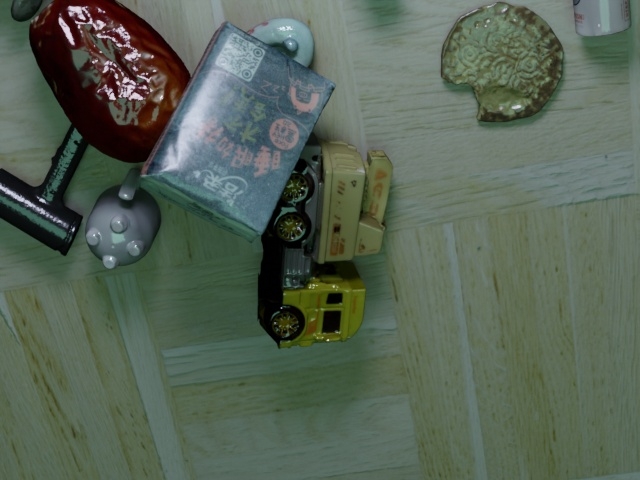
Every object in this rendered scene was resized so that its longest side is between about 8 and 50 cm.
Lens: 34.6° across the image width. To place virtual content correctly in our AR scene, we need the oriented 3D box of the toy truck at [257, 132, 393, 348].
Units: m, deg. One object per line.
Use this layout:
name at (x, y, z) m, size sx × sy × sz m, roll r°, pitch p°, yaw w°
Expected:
toy truck at (0.000, 0.000, 1.953) m, size 0.254 × 0.181 × 0.405 m, roll 2°, pitch 112°, yaw -8°

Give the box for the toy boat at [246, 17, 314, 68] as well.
toy boat at (-0.100, -0.317, 1.860) m, size 0.207 × 0.079 × 0.134 m, roll -36°, pitch 107°, yaw 18°

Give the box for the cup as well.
cup at (-0.369, -0.033, 1.961) m, size 0.173 × 0.142 × 0.134 m, roll -41°, pitch 107°, yaw 17°

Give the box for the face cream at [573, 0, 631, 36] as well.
face cream at (0.479, -0.468, 1.766) m, size 0.095 × 0.096 × 0.214 m, roll -10°, pitch 114°, yaw 6°

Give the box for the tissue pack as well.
tissue pack at (-0.140, -0.185, 1.747) m, size 0.228 × 0.103 × 0.316 m, roll 28°, pitch 74°, yaw -11°

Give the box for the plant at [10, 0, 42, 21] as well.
plant at (-0.462, -0.502, 1.746) m, size 0.274 × 0.149 × 0.146 m, roll -32°, pitch 92°, yaw 13°

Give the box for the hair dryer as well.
hair dryer at (-0.514, -0.122, 1.967) m, size 0.197 × 0.089 × 0.251 m, roll 31°, pitch 103°, yaw -10°

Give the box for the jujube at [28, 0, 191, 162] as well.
jujube at (-0.365, -0.289, 1.805) m, size 0.223 × 0.223 × 0.318 m, roll -35°, pitch 107°, yaw 16°

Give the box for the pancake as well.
pancake at (0.332, -0.323, 1.873) m, size 0.212 × 0.029 × 0.235 m, roll -32°, pitch 111°, yaw 14°
